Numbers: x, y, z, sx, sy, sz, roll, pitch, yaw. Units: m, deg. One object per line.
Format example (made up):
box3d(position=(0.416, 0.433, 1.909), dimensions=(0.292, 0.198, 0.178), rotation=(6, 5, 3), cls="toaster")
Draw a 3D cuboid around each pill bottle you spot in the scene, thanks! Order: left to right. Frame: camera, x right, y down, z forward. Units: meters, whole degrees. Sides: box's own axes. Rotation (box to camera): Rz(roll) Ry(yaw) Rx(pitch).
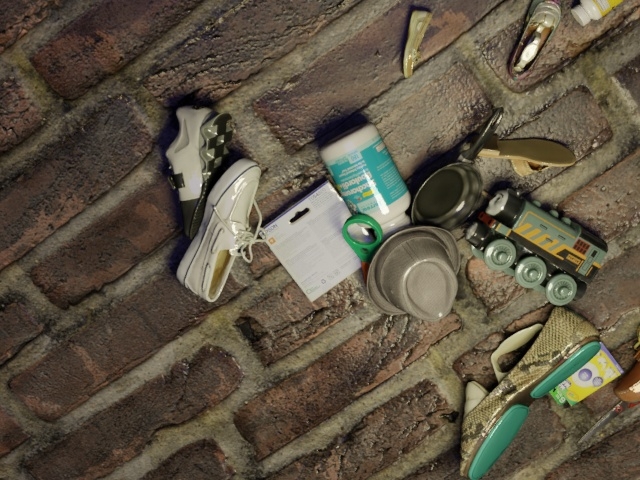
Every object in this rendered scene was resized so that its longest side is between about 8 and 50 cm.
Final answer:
box3d(position=(0.116, -0.130, 1.832), dimensions=(0.146, 0.146, 0.264), rotation=(-27, 101, 10), cls="pill bottle")
box3d(position=(0.616, -0.530, 1.744), dimensions=(0.116, 0.065, 0.065), rotation=(-37, 99, 12), cls="pill bottle")

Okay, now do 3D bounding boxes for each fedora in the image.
box3d(position=(0.236, 0.098, 1.830), dimensions=(0.244, 0.124, 0.275), rotation=(-23, 129, -7), cls="fedora")

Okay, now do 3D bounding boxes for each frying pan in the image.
box3d(position=(0.295, -0.151, 1.797), dimensions=(0.197, 0.053, 0.326), rotation=(-12, 127, -25), cls="frying pan")

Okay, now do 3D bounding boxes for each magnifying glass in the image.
box3d(position=(0.106, 0.027, 1.852), dimensions=(0.092, 0.026, 0.230), rotation=(4, 135, 16), cls="magnifying glass")

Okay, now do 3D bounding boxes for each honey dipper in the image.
box3d(position=(0.394, -0.111, 1.883), dimensions=(0.161, 0.030, 0.030), rotation=(40, 103, -2), cls="honey dipper")

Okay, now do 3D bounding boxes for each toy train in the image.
box3d(position=(0.503, 0.013, 1.842), dimensions=(0.334, 0.142, 0.190), rotation=(28, 99, -13), cls="toy train")

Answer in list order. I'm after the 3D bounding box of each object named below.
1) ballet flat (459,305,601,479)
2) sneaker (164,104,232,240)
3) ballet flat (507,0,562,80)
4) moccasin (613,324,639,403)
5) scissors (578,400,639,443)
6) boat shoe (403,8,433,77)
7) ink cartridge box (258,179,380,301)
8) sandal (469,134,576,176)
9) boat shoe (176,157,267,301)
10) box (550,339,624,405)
box3d(position=(0.470, 0.357, 1.932), dimensions=(0.482, 0.164, 0.182), rotation=(-51, 53, 9), cls="ballet flat")
box3d(position=(-0.302, -0.165, 1.876), dimensions=(0.146, 0.122, 0.330), rotation=(21, 114, 22), cls="sneaker")
box3d(position=(0.484, -0.460, 1.763), dimensions=(0.077, 0.079, 0.221), rotation=(23, 104, -2), cls="ballet flat")
box3d(position=(0.828, 0.225, 1.880), dimensions=(0.147, 0.139, 0.380), rotation=(38, 101, -1), cls="moccasin")
box3d(position=(0.762, 0.406, 1.995), dimensions=(0.297, 0.021, 0.109), rotation=(-31, 102, 11), cls="scissors")
box3d(position=(0.219, -0.445, 1.796), dimensions=(0.048, 0.056, 0.152), rotation=(10, 97, 6), cls="boat shoe")
box3d(position=(0.000, 0.000, 1.924), dimensions=(0.223, 0.045, 0.224), rotation=(-35, 99, 11), cls="ink cartridge box")
box3d(position=(0.466, -0.188, 1.847), dimensions=(0.240, 0.088, 0.079), rotation=(10, 136, 8), cls="sandal")
box3d(position=(-0.206, -0.007, 1.859), dimensions=(0.156, 0.136, 0.367), rotation=(38, 110, 23), cls="boat shoe")
box3d(position=(0.648, 0.333, 1.970), dimensions=(0.179, 0.043, 0.105), rotation=(-37, 99, 13), cls="box")
